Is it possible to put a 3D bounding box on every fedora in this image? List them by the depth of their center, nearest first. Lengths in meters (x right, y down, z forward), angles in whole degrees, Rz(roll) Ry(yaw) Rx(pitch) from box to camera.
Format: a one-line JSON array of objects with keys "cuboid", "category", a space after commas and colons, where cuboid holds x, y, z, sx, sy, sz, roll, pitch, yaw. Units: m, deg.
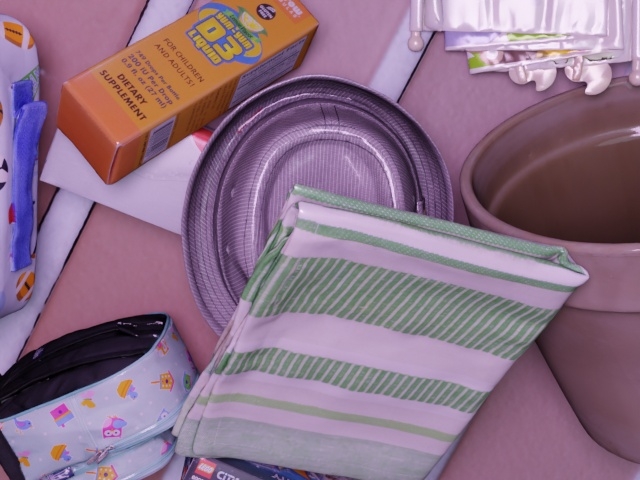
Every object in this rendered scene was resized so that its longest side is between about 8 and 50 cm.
[{"cuboid": [0.000, 0.000, 0.938, 0.243, 0.124, 0.275, 10, 101, -5], "category": "fedora"}]

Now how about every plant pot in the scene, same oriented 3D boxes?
[{"cuboid": [0.306, 0.039, 0.980, 0.323, 0.323, 0.280, -14, 117, 1], "category": "plant pot"}]

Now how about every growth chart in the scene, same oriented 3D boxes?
[{"cuboid": [0.192, -0.227, 1.020, 0.237, 0.021, 0.172, 8, 103, 10], "category": "growth chart"}]

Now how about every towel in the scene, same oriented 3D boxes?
[{"cuboid": [0.036, 0.097, 0.884, 0.248, 0.038, 0.325, 12, 135, -16], "category": "towel"}]

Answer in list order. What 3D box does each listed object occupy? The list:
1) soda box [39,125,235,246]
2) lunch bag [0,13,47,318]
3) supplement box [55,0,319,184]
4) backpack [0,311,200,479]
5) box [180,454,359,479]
[{"cuboid": [-0.107, -0.054, 1.033, 0.286, 0.091, 0.098, 22, 99, -6], "category": "soda box"}, {"cuboid": [-0.360, -0.070, 0.974, 0.243, 0.115, 0.303, 12, 110, 18], "category": "lunch bag"}, {"cuboid": [-0.113, -0.147, 0.959, 0.233, 0.080, 0.078, -37, 80, -30], "category": "supplement box"}, {"cuboid": [-0.203, 0.153, 1.033, 0.188, 0.166, 0.144, -30, 102, 7], "category": "backpack"}, {"cuboid": [-0.017, 0.237, 1.061, 0.233, 0.159, 0.044, 25, 100, -6], "category": "box"}]
